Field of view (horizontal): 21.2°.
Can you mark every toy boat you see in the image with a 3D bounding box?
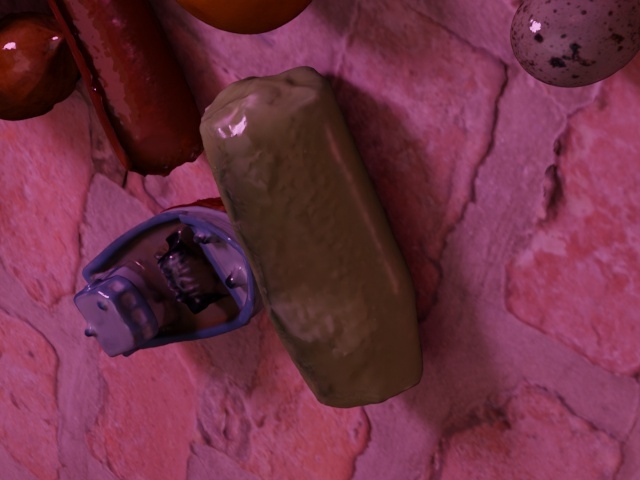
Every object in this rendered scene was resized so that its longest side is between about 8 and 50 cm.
[{"bbox_3d":[-0.151,0.044,1.803,0.332,0.133,0.145,-22,102,51],"label":"toy boat"}]

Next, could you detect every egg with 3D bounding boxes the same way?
[{"bbox_3d":[0.200,-0.162,1.320,0.110,0.085,0.085,-15,109,30],"label":"egg"}]

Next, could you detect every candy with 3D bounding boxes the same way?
[{"bbox_3d":[0.000,0.000,1.630,0.132,0.142,0.343,-101,-9,-66],"label":"candy"}]

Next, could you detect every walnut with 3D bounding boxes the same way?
[{"bbox_3d":[-0.306,-0.185,1.789,0.116,0.116,0.207,56,149,-6],"label":"walnut"}]

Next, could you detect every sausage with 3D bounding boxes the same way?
[{"bbox_3d":[-0.210,-0.218,1.681,0.102,0.102,0.330,-4,117,47],"label":"sausage"}]

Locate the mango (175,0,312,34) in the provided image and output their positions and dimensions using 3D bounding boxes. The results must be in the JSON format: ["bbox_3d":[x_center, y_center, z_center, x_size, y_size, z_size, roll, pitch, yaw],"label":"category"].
[{"bbox_3d":[-0.095,-0.294,1.469,0.254,0.139,0.175,51,136,11],"label":"mango"}]
